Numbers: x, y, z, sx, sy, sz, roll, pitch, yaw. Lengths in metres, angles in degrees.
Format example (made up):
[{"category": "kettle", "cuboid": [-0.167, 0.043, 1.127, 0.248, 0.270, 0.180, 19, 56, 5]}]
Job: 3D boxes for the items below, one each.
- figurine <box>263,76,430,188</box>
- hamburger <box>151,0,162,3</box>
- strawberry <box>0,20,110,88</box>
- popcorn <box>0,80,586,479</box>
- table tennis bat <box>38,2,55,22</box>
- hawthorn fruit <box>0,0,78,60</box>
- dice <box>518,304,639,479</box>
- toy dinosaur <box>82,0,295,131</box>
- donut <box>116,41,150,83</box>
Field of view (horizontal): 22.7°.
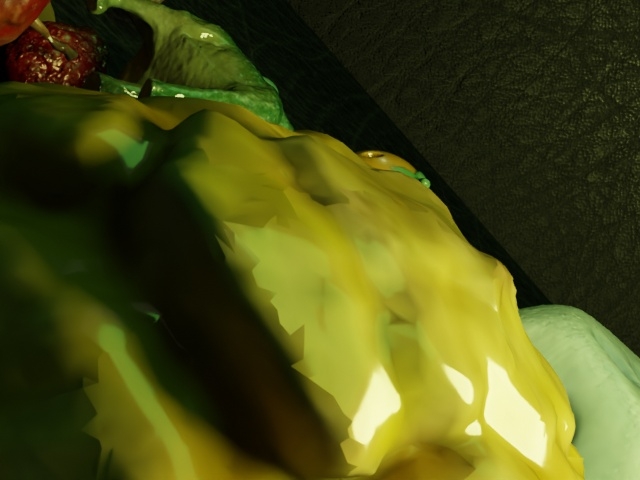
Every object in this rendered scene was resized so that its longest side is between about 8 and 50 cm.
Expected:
[{"category": "figurine", "cuboid": [0.000, 0.000, 1.426, 0.324, 0.222, 0.124, 44, 11, -20]}, {"category": "hamburger", "cuboid": [-0.270, -0.489, 1.850, 0.445, 0.287, 0.268, 40, 17, -26]}, {"category": "strawberry", "cuboid": [-0.230, -0.147, 1.378, 0.106, 0.106, 0.106, 46, 13, -13]}, {"category": "popcorn", "cuboid": [-0.074, 0.103, 0.587, 0.390, 0.354, 0.344, 49, 23, 12]}, {"category": "table tennis bat", "cuboid": [-0.331, -0.293, 1.577, 0.198, 0.050, 0.321, 42, 17, -21]}, {"category": "hawthorn fruit", "cuboid": [-0.274, -0.236, 1.235, 0.272, 0.242, 0.242, 54, 6, -41]}, {"category": "dice", "cuboid": [0.194, 0.233, 1.292, 0.268, 0.262, 0.265, 36, 17, -44]}, {"category": "toy dinosaur", "cuboid": [-0.040, -0.107, 1.303, 0.300, 0.087, 0.447, 9, 38, -31]}, {"category": "donut", "cuboid": [-0.110, -0.106, 1.617, 0.253, 0.118, 0.253, 47, 10, -11]}]
